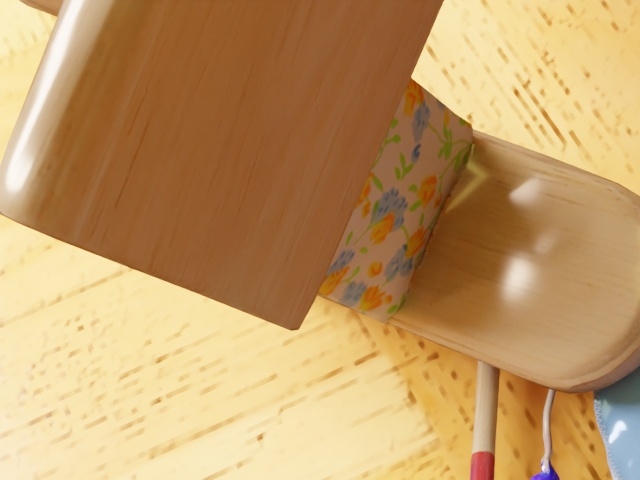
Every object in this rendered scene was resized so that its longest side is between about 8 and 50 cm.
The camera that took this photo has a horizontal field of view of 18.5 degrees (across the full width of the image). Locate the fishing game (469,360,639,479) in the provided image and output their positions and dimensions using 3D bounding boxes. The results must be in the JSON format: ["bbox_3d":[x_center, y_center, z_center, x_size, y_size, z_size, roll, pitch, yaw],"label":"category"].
[{"bbox_3d":[0.173,0.041,0.588,0.264,0.041,0.189,-5,52,14],"label":"fishing game"}]

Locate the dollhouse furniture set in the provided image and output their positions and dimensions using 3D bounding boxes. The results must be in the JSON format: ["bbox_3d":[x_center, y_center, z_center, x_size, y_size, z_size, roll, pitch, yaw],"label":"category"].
[{"bbox_3d":[0.000,0.000,0.438,0.256,0.362,0.394,22,88,31],"label":"dollhouse furniture set"}]
